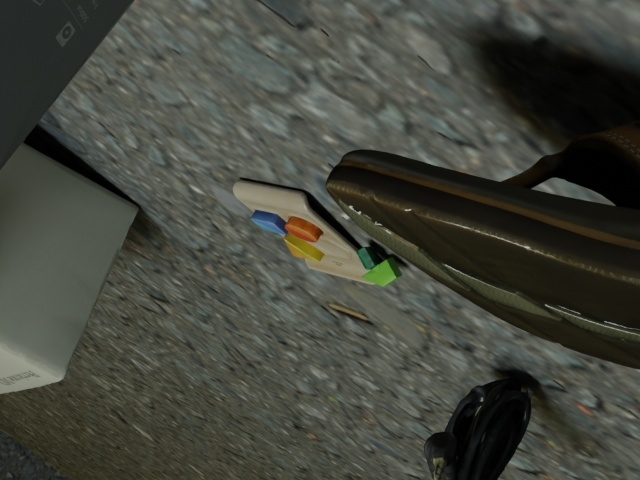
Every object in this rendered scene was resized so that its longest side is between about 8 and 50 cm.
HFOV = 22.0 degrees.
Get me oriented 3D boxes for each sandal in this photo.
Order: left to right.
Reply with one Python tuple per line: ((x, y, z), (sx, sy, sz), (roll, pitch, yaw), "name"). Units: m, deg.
((0.107, -0.003, 0.451), (0.219, 0.060, 0.090), (6, 156, 32), "sandal")

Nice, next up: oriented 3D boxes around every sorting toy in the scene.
((0.000, 0.000, 0.737), (0.083, 0.012, 0.062), (14, 153, 52), "sorting toy")

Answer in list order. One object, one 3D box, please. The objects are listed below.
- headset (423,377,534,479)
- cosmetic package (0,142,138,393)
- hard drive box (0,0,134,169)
((0.219, 0.180, 0.674), (0.394, 0.185, 0.243), (12, 160, 20), "headset")
((-0.277, -0.032, 0.896), (0.309, 0.113, 0.160), (30, 158, -21), "cosmetic package")
((-0.174, -0.071, 0.486), (0.181, 0.232, 0.089), (25, 161, 30), "hard drive box")
